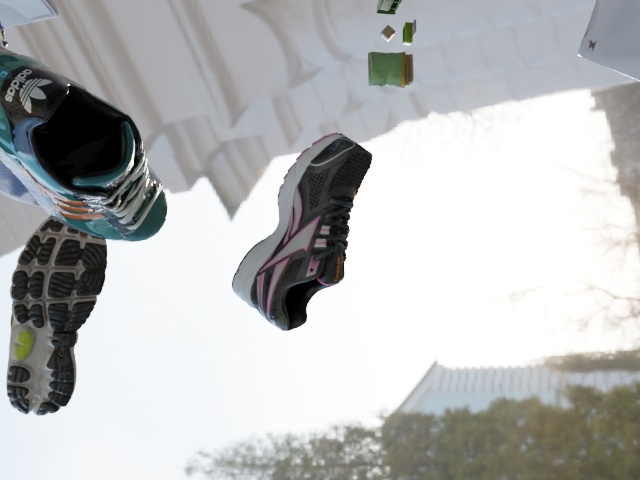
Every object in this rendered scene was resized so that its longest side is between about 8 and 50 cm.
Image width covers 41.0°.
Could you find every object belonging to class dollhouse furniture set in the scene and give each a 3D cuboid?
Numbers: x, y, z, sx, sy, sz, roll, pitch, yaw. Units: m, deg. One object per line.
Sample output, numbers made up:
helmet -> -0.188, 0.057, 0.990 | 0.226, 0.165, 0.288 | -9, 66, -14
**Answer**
dollhouse furniture set -> 0.121, -0.334, 1.427 | 0.058, 0.076, 0.151 | 128, 144, -77

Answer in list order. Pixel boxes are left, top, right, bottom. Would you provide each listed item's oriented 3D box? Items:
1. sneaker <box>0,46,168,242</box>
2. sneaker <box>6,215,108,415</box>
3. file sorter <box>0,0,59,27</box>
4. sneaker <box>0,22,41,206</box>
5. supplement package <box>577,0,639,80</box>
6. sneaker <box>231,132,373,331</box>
sneaker -> -0.218, -0.066, 0.827 | 0.108, 0.121, 0.302 | -61, -29, -12
sneaker -> -0.344, 0.078, 1.070 | 0.107, 0.118, 0.279 | 12, -73, -26
file sorter -> -0.548, -0.475, 1.299 | 0.277, 0.193, 0.173 | 58, -154, -61
sneaker -> -0.402, -0.189, 1.041 | 0.315, 0.127, 0.182 | 38, -138, -42
supplement package -> 0.342, -0.232, 0.641 | 0.204, 0.145, 0.261 | -120, 40, -62
sneaker -> 0.000, 0.000, 0.709 | 0.072, 0.077, 0.178 | 3, -57, -44
